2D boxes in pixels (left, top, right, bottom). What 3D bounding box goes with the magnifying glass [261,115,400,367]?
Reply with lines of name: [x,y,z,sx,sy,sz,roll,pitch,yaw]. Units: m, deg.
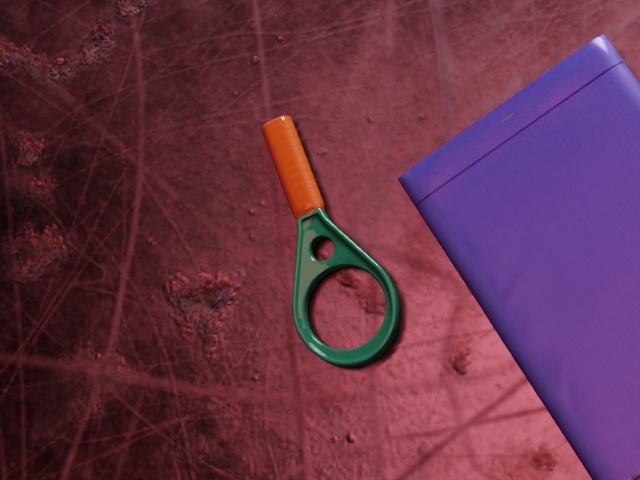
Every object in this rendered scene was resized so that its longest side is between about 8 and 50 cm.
magnifying glass: [0.000,0.000,1.605,0.092,0.026,0.231,-25,75,13]

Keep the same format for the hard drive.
hard drive: [0.232,0.019,1.512,0.210,0.040,0.318,-35,71,9]
